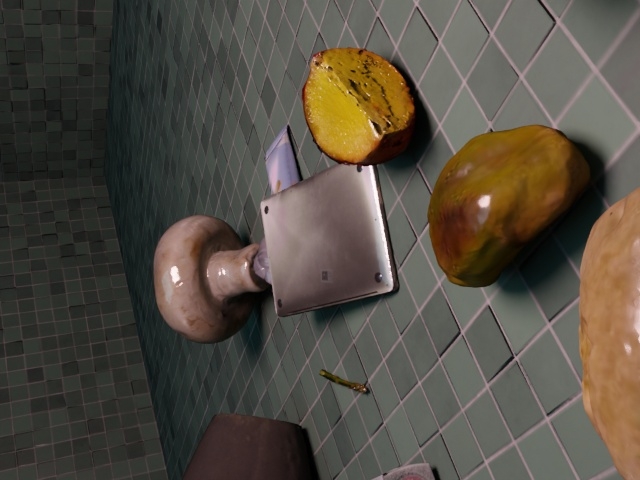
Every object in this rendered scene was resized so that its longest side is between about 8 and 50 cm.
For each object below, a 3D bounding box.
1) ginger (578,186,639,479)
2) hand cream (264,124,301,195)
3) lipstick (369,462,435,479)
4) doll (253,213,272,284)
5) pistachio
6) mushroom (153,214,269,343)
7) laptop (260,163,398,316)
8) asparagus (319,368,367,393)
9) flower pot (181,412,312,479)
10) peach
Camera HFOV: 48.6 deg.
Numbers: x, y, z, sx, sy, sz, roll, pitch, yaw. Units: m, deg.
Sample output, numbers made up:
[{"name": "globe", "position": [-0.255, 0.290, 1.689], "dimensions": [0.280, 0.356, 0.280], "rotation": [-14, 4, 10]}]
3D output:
[{"name": "ginger", "position": [0.229, 0.064, 0.421], "dimensions": [0.138, 0.152, 0.267], "rotation": [56, -164, -76]}, {"name": "hand cream", "position": [-0.048, -0.061, 1.133], "dimensions": [0.088, 0.055, 0.255], "rotation": [-51, 44, 49]}, {"name": "lipstick", "position": [0.067, 0.359, 0.936], "dimensions": [0.289, 0.078, 0.076], "rotation": [124, 133, -58]}, {"name": "doll", "position": [-0.075, 0.013, 1.182], "dimensions": [0.094, 0.079, 0.180], "rotation": [87, 174, -47]}, {"name": "pistachio", "position": [0.147, -0.032, 0.620], "dimensions": [0.110, 0.100, 0.189], "rotation": [68, 154, 24]}, {"name": "mushroom", "position": [-0.182, 0.066, 1.314], "dimensions": [0.243, 0.244, 0.243], "rotation": [173, 90, -67]}, {"name": "laptop", "position": [0.000, 0.000, 0.992], "dimensions": [0.269, 0.015, 0.187], "rotation": [-19, 77, 51]}, {"name": "asparagus", "position": [0.031, 0.211, 1.060], "dimensions": [0.166, 0.013, 0.016], "rotation": [0, 107, 67]}, {"name": "flower pot", "position": [-0.116, 0.390, 1.212], "dimensions": [0.269, 0.269, 0.166], "rotation": [135, 148, -61]}, {"name": "peach", "position": [0.053, -0.153, 0.820], "dimensions": [0.172, 0.093, 0.127], "rotation": [34, 132, 46]}]
